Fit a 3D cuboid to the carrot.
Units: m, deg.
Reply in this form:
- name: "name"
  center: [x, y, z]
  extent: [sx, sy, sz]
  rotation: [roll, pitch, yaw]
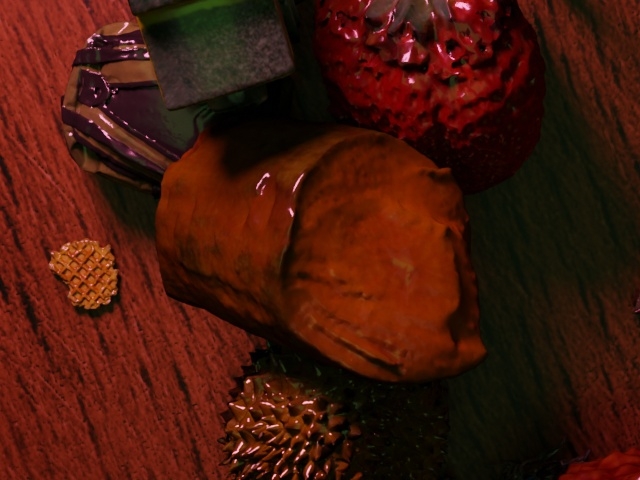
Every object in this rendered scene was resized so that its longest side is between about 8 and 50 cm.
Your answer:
- name: "carrot"
  center: [0.000, 0.000, 1.584]
  extent: [0.340, 0.241, 0.241]
  rotation: [15, 98, 42]

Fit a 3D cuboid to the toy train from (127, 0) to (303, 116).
- name: "toy train"
  center: [-0.135, -0.325, 1.505]
  extent: [0.179, 0.272, 0.442]
  rotation: [-17, 104, 3]

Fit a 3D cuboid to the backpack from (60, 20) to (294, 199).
- name: "backpack"
  center: [-0.165, -0.140, 1.727]
  extent: [0.253, 0.140, 0.207]
  rotation: [15, 94, -1]

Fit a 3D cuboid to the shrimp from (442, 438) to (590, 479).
- name: "shrimp"
  center: [0.227, 0.278, 1.785]
  extent: [0.174, 0.076, 0.082]
  rotation: [-11, 54, 10]

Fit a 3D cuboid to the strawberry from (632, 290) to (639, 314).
- name: "strawberry"
  center: [0.518, 0.046, 1.695]
  extent: [0.306, 0.138, 0.233]
  rotation: [21, 95, 4]

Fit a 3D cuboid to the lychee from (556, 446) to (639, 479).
- name: "lychee"
  center: [0.360, 0.416, 1.594]
  extent: [0.424, 0.424, 0.500]
  rotation: [45, 114, -1]

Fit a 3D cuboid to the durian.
- name: "durian"
  center: [0.009, 0.228, 1.703]
  extent: [0.258, 0.258, 0.293]
  rotation: [15, 105, 3]

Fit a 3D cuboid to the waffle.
- name: "waffle"
  center: [-0.273, 0.040, 1.815]
  extent: [0.078, 0.016, 0.085]
  rotation: [-18, 94, 6]

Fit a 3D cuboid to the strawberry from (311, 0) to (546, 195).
- name: "strawberry"
  center: [0.112, -0.175, 1.657]
  extent: [0.238, 0.250, 0.288]
  rotation: [-4, 135, 1]
